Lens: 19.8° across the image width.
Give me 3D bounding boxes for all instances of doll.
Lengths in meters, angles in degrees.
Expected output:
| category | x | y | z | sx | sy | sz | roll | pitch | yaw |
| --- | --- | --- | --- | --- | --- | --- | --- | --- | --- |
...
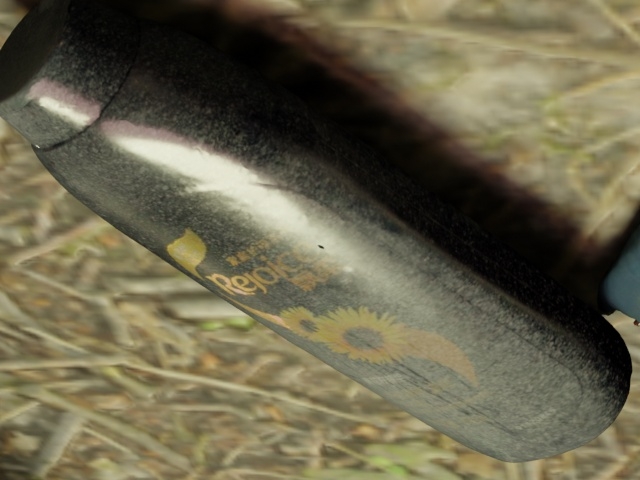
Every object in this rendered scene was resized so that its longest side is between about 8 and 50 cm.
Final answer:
| category | x | y | z | sx | sy | sz | roll | pitch | yaw |
| --- | --- | --- | --- | --- | --- | --- | --- | --- | --- |
| doll | 0.120 | -0.004 | 0.578 | 0.037 | 0.027 | 0.125 | 16 | 147 | -8 |

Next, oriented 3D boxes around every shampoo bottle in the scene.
| category | x | y | z | sx | sy | sz | roll | pitch | yaw |
| --- | --- | --- | --- | --- | --- | --- | --- | --- | --- |
| shampoo bottle | 0.000 | 0.000 | 0.587 | 0.234 | 0.049 | 0.087 | 34 | 144 | -30 |
